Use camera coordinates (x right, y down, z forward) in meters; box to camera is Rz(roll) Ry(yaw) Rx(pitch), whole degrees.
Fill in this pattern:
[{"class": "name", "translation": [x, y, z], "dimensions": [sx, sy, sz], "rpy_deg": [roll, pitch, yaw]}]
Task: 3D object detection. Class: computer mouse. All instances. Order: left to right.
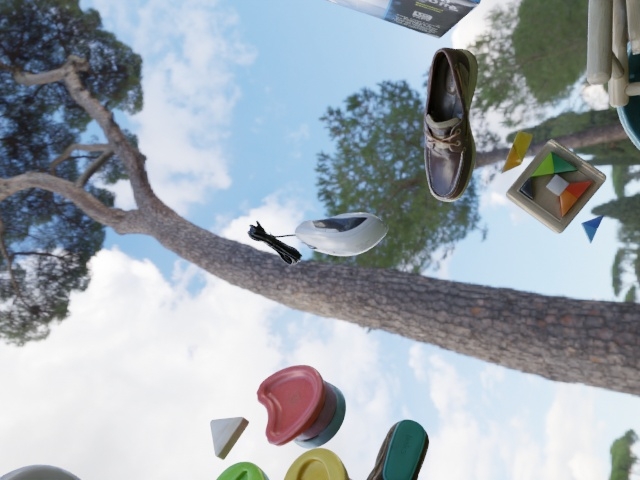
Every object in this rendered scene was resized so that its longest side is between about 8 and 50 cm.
[{"class": "computer mouse", "translation": [0.000, 0.000, 0.796], "dimensions": [0.106, 0.193, 0.042], "rpy_deg": [46, -135, -47]}]

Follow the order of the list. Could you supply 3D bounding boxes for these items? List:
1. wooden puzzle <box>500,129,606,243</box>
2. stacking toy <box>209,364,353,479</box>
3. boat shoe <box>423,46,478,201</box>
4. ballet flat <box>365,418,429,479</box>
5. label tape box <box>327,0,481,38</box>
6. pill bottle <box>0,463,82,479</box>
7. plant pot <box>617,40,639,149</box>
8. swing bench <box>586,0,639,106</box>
[{"class": "wooden puzzle", "translation": [0.231, -0.054, 0.560], "dimensions": [0.078, 0.116, 0.014], "rpy_deg": [-59, -14, 6]}, {"class": "stacking toy", "translation": [-0.060, 0.406, 1.030], "dimensions": [0.130, 0.279, 0.309], "rpy_deg": [49, -162, -36]}, {"class": "boat shoe", "translation": [0.275, -0.254, 1.260], "dimensions": [0.123, 0.123, 0.342], "rpy_deg": [-15, -67, -53]}, {"class": "ballet flat", "translation": [0.125, 0.517, 1.128], "dimensions": [0.342, 0.116, 0.124], "rpy_deg": [-56, -19, -44]}, {"class": "label tape box", "translation": [0.064, -0.337, 0.624], "dimensions": [0.347, 0.249, 0.115], "rpy_deg": [-80, 9, -77]}, {"class": "pill bottle", "translation": [-0.380, 0.363, 0.597], "dimensions": [0.161, 0.283, 0.161], "rpy_deg": [50, -159, -27]}, {"class": "plant pot", "translation": [0.799, -0.329, 1.069], "dimensions": [0.334, 0.341, 0.341], "rpy_deg": [-29, -66, -36]}, {"class": "swing bench", "translation": [0.357, -0.257, 0.448], "dimensions": [0.165, 0.253, 0.254], "rpy_deg": [-7, -84, -57]}]
